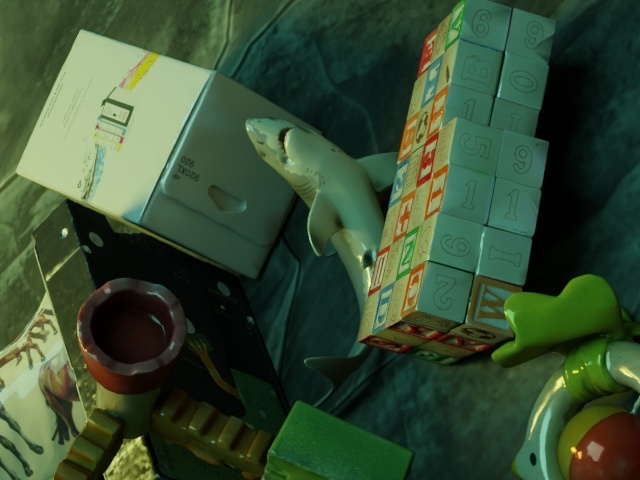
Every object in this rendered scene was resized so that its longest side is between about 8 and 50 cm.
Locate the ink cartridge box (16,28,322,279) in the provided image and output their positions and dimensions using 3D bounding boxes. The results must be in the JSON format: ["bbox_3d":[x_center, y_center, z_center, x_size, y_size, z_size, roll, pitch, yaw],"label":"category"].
[{"bbox_3d":[-0.152,-0.089,1.982,0.232,0.171,0.168,22,86,47],"label":"ink cartridge box"}]

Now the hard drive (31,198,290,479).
[{"bbox_3d":[-0.128,0.132,1.804,0.064,0.237,0.339,-44,47,21],"label":"hard drive"}]

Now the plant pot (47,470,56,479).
[{"bbox_3d":[-0.258,0.361,1.815,0.255,0.271,0.271,-49,43,-4],"label":"plant pot"}]

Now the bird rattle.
[{"bbox_3d":[0.252,0.147,1.549,0.253,0.143,0.207,35,108,34],"label":"bird rattle"}]

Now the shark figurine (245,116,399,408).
[{"bbox_3d":[0.020,0.021,1.841,0.116,0.166,0.278,-34,64,61],"label":"shark figurine"}]

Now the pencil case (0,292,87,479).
[{"bbox_3d":[-0.327,0.208,1.951,0.410,0.183,0.160,-44,14,-1],"label":"pencil case"}]

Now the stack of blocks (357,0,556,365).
[{"bbox_3d":[0.126,-0.054,1.701,0.171,0.087,0.297,141,143,-70],"label":"stack of blocks"}]

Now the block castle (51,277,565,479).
[{"bbox_3d":[-0.028,0.246,1.467,0.453,0.213,0.303,25,59,7],"label":"block castle"}]
